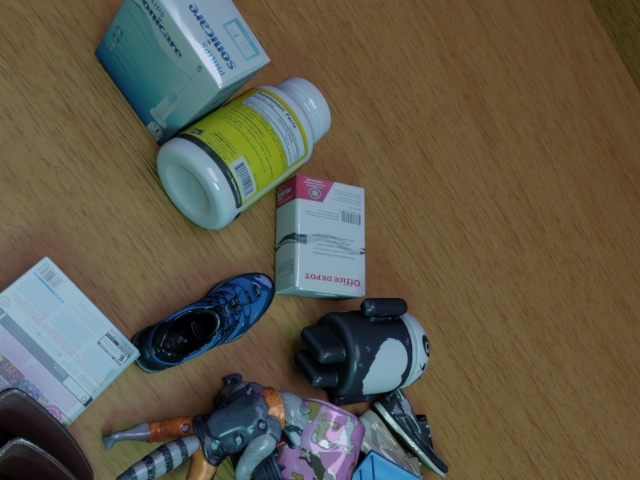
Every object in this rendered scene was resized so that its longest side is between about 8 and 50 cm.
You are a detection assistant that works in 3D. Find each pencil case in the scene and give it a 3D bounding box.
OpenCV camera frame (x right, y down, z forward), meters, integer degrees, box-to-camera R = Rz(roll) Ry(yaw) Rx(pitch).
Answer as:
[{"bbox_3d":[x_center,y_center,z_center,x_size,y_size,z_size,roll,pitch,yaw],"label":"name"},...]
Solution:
[{"bbox_3d":[-0.048,0.487,1.167,0.160,0.167,0.386,52,51,-50],"label":"pencil case"}]

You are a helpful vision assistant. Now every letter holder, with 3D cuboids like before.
[{"bbox_3d":[-0.390,0.375,0.885,0.214,0.152,0.302,-50,148,-32],"label":"letter holder"}]

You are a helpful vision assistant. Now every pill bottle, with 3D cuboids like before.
[{"bbox_3d":[-0.136,-0.183,1.248,0.334,0.188,0.188,-42,102,-33],"label":"pill bottle"}]

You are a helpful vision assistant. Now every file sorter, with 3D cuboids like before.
[{"bbox_3d":[0.100,0.515,1.221,0.118,0.104,0.170,32,105,-9],"label":"file sorter"}]

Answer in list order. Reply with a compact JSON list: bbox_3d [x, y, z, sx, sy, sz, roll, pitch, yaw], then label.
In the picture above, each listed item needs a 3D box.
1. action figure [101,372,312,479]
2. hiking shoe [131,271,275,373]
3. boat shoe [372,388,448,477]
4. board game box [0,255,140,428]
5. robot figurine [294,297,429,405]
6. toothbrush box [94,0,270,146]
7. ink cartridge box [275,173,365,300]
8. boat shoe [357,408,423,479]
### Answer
[{"bbox_3d":[-0.150,0.367,1.061,0.330,0.179,0.341,-26,56,-19],"label":"action figure"},{"bbox_3d":[-0.188,0.148,1.170,0.304,0.132,0.113,-32,97,-34],"label":"hiking shoe"},{"bbox_3d":[0.210,0.415,1.384,0.079,0.084,0.233,-41,100,-15],"label":"boat shoe"},{"bbox_3d":[-0.473,0.210,0.997,0.224,0.097,0.303,51,57,-13],"label":"board game box"},{"bbox_3d":[0.091,0.227,1.303,0.278,0.209,0.174,1,65,-32],"label":"robot figurine"},{"bbox_3d":[-0.255,-0.327,1.142,0.126,0.295,0.216,-40,100,-32],"label":"toothbrush box"},{"bbox_3d":[0.000,0.000,1.344,0.171,0.100,0.237,9,73,-31],"label":"ink cartridge box"},{"bbox_3d":[0.169,0.484,1.338,0.302,0.109,0.098,49,59,-7],"label":"boat shoe"}]
